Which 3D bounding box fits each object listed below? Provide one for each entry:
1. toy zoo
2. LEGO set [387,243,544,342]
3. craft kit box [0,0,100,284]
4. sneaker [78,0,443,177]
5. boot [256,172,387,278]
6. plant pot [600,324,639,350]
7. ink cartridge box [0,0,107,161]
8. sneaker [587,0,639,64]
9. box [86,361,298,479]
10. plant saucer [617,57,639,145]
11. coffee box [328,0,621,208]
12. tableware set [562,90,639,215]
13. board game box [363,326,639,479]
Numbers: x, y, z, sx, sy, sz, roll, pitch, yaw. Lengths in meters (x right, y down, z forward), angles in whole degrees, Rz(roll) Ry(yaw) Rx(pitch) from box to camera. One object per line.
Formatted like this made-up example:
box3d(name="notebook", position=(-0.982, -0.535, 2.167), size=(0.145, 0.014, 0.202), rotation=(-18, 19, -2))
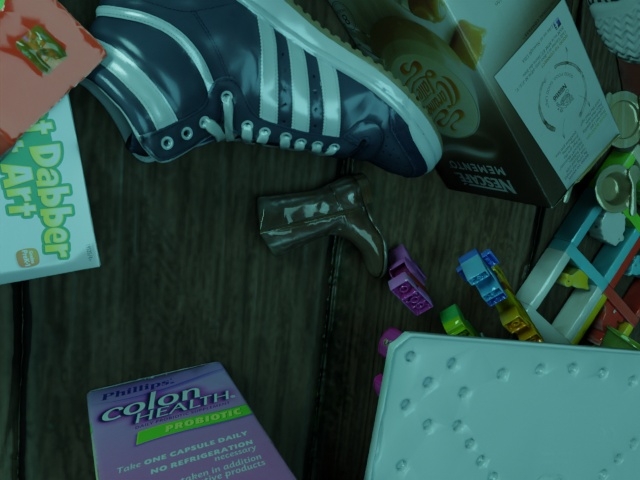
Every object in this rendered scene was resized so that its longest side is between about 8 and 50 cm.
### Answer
box3d(name="toy zoo", position=(0.348, 0.052, 0.689), size=(0.192, 0.030, 0.293), rotation=(37, 85, -29))
box3d(name="LEGO set", position=(0.161, 0.058, 0.575), size=(0.087, 0.093, 0.227), rotation=(-34, 125, 19))
box3d(name="craft kit box", position=(-0.282, -0.082, 0.329), size=(0.246, 0.061, 0.250), rotation=(-13, 108, -26))
box3d(name="sneaker", position=(-0.043, -0.091, 0.417), size=(0.282, 0.099, 0.153), rotation=(33, 82, -22))
box3d(name="boot", position=(0.000, 0.000, 0.498), size=(0.114, 0.037, 0.107), rotation=(-19, 97, -25))
box3d(name="plant pot", position=(0.363, 0.159, 0.667), size=(0.083, 0.083, 0.079), rotation=(25, 103, -29))
box3d(name="ink cartridge box", position=(-0.259, -0.085, 0.267), size=(0.232, 0.066, 0.189), rotation=(-44, 114, -1))
box3d(name="sneaker", position=(0.384, -0.332, 0.516), size=(0.210, 0.137, 0.366), rotation=(9, 86, -18))
box3d(name="box", position=(-0.087, 0.243, 0.396), size=(0.117, 0.243, 0.214), rotation=(-9, 106, -25))
box3d(name="plant saucer", position=(0.465, -0.261, 0.663), size=(0.259, 0.047, 0.259), rotation=(-33, 115, -17))
box3d(name="coffee box", position=(0.126, -0.155, 0.465), size=(0.098, 0.141, 0.246), rotation=(-46, 117, -10))
box3d(name="tableware set", position=(0.301, -0.104, 0.615), size=(0.168, 0.020, 0.141), rotation=(5, 93, -15))
box3d(name="board game box", position=(0.200, 0.287, 0.547), size=(0.389, 0.050, 0.391), rotation=(8, 96, -21))
